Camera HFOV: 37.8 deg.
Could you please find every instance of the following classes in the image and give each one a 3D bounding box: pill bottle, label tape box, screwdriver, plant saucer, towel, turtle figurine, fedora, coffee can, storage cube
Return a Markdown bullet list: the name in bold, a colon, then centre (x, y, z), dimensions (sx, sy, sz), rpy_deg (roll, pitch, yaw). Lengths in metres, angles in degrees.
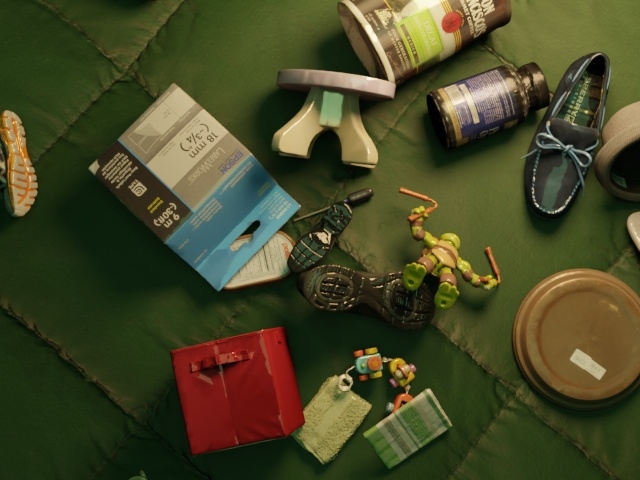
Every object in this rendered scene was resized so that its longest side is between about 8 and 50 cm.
- **pill bottle**: centre (0.328, -0.269, 1.831), dimensions (0.219, 0.123, 0.123), rpy_deg (-20, 83, -1)
- **label tape box**: centre (-0.241, -0.105, 1.807), dimensions (0.334, 0.106, 0.240), rpy_deg (42, 85, 14)
- **screwdriver**: centre (0.026, -0.065, 1.864), dimensions (0.170, 0.024, 0.025), rpy_deg (-25, 112, 4)
- **plant saucer**: centre (0.513, 0.190, 1.810), dimensions (0.278, 0.041, 0.278), rpy_deg (0, 83, 0)
- **towel**: centre (0.165, 0.356, 1.775), dimensions (0.152, 0.023, 0.113), rpy_deg (-33, 121, -2)
- **turtle figurine**: centre (0.218, 0.031, 1.777), dimensions (0.269, 0.217, 0.087), rpy_deg (45, 123, -4)
- **towel**: centre (0.018, 0.345, 1.803), dimensions (0.110, 0.027, 0.148), rpy_deg (40, 85, 5)
- **fedora**: centre (0.653, -0.187, 1.792), dimensions (0.275, 0.243, 0.124), rpy_deg (-7, 53, 3)
- **coffee can**: centre (0.200, -0.441, 1.817), dimensions (0.275, 0.201, 0.201), rpy_deg (-31, 83, -2)
- **storage cube**: centre (-0.146, 0.272, 1.723), dimensions (0.184, 0.215, 0.193), rpy_deg (-14, 84, 8)

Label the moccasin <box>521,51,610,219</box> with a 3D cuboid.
- **moccasin**: centre (0.476, -0.213, 1.824), dimensions (0.138, 0.117, 0.342), rpy_deg (14, 83, 3)

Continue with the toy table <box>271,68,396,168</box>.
- **toy table**: centre (0.018, -0.231, 1.788), dimensions (0.252, 0.274, 0.161), rpy_deg (7, 93, -31)

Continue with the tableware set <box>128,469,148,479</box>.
- **tableware set**: centre (-0.359, 0.532, 1.788), dimensions (0.169, 0.020, 0.141), rpy_deg (-36, 81, -3)

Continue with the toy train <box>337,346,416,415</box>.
- **toy train**: centre (0.123, 0.276, 1.785), dimensions (0.166, 0.046, 0.125), rpy_deg (29, 77, -9)

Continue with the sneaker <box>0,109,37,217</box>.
- **sneaker**: centre (-0.625, -0.147, 1.859), dimensions (0.083, 0.084, 0.215), rpy_deg (-15, 79, 12)

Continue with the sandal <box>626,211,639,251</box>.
- **sandal**: centre (0.671, 0.066, 1.812), dimensions (0.102, 0.076, 0.265), rpy_deg (-13, 61, -15)

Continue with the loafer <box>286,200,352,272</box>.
- **loafer**: centre (0.000, 0.000, 1.826), dimensions (0.062, 0.061, 0.170), rpy_deg (44, 81, 5)

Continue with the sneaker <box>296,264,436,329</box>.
- **sneaker**: centre (0.087, 0.098, 1.797), dimensions (0.286, 0.130, 0.109), rpy_deg (16, 87, -19)

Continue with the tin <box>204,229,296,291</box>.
- **tin**: centre (-0.135, 0.041, 1.843), dimensions (0.190, 0.040, 0.106), rpy_deg (-13, 87, -1)
